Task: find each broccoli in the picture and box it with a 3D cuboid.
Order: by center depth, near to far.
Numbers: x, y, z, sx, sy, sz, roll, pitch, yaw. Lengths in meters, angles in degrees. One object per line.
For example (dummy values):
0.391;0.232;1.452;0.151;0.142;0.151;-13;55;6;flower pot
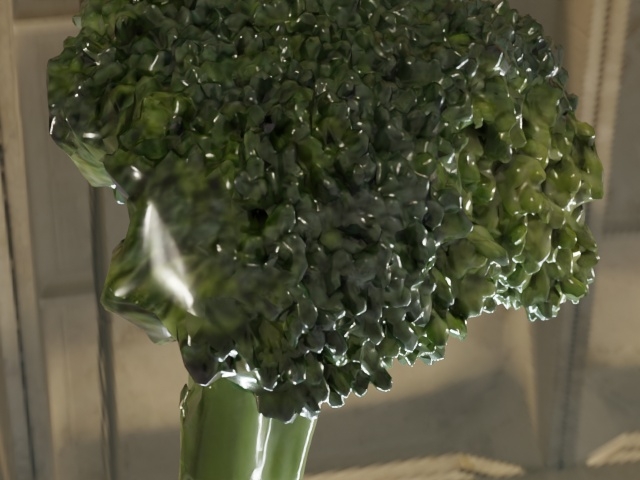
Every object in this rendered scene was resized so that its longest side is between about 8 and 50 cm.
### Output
0.018;-0.014;0.744;0.249;0.375;0.302;-12;-73;4;broccoli
